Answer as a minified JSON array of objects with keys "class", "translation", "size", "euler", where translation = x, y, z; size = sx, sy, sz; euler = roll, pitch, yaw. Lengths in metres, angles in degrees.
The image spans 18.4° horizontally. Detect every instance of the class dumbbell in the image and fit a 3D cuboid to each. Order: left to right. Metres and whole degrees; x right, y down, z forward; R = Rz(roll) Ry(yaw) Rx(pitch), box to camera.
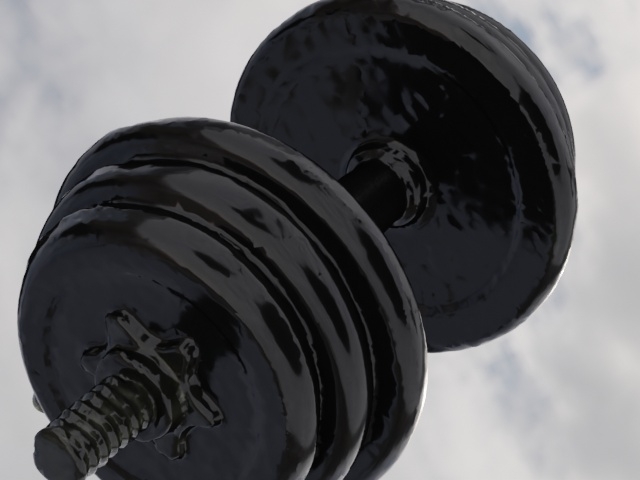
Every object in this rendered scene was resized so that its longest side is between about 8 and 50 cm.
[{"class":"dumbbell","translation":[0.000,0.000,0.471],"size":[0.099,0.099,0.208],"euler":[57,-139,-6]}]

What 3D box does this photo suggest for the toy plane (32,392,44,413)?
[{"class":"toy plane","translation":[-0.145,0.039,1.610],"size":[0.286,0.092,0.108],"euler":[-48,-46,-38]}]
